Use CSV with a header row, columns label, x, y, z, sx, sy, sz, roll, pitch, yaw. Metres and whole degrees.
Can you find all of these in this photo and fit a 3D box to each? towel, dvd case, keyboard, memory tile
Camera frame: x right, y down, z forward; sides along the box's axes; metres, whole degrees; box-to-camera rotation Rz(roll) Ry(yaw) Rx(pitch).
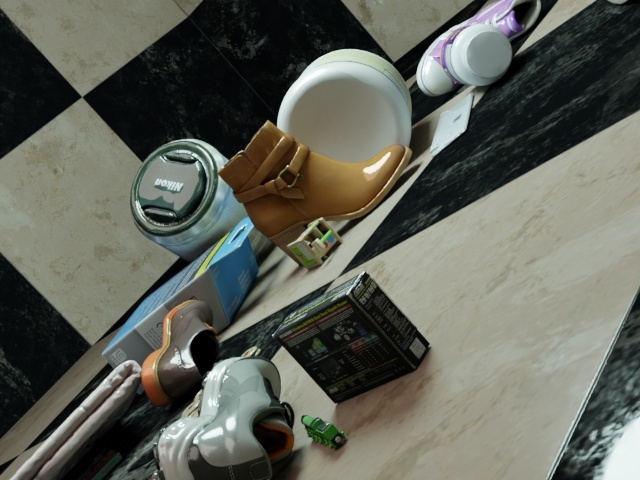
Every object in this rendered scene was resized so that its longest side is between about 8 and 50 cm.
label,x,y,z,sx,sy,sz,roll,pitch,yaw
towel,-0.411,0.344,1.571,0.317,0.053,0.332,-48,1,-28
dvd case,-0.345,0.353,1.523,0.087,0.013,0.119,-45,11,-21
keyboard,0.227,-0.201,1.708,0.072,0.014,0.256,-33,12,21
memory tile,-0.145,0.206,1.364,0.113,0.012,0.148,-36,11,37

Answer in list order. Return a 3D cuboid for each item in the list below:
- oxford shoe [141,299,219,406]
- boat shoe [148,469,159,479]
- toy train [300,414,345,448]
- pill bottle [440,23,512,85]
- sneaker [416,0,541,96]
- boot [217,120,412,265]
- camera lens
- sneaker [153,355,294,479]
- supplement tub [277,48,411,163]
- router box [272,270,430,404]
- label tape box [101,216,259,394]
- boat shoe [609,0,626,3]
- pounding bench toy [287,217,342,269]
label,x,y,z,sx,sy,sz,roll,pitch,yaw
oxford shoe,-0.196,0.167,1.584,0.098,0.097,0.271,-21,21,15
boat shoe,-0.142,0.253,0.999,0.066,0.066,0.183,-47,-1,2
toy train,0.000,0.168,0.890,0.017,0.024,0.083,-44,10,-15
pill bottle,0.278,-0.329,1.772,0.108,0.108,0.193,-41,9,5
sneaker,0.316,-0.398,1.977,0.282,0.102,0.161,-44,12,-10
boot,-0.011,-0.120,1.661,0.283,0.220,0.109,-39,9,17
camera lens,-0.237,-0.064,2.034,0.219,0.219,0.274,-41,-30,6
sneaker,-0.067,0.181,0.958,0.107,0.100,0.271,-11,11,11
supplement tub,0.052,-0.231,1.866,0.235,0.235,0.325,-40,9,15
router box,0.027,0.091,0.919,0.122,0.092,0.038,-32,13,46
label tape box,-0.214,0.101,1.847,0.347,0.115,0.249,-36,11,20
boat shoe,0.477,-0.428,1.424,0.158,0.127,0.340,-34,18,7
pounding bench toy,0.000,0.000,1.589,0.065,0.052,0.083,-46,10,-26
